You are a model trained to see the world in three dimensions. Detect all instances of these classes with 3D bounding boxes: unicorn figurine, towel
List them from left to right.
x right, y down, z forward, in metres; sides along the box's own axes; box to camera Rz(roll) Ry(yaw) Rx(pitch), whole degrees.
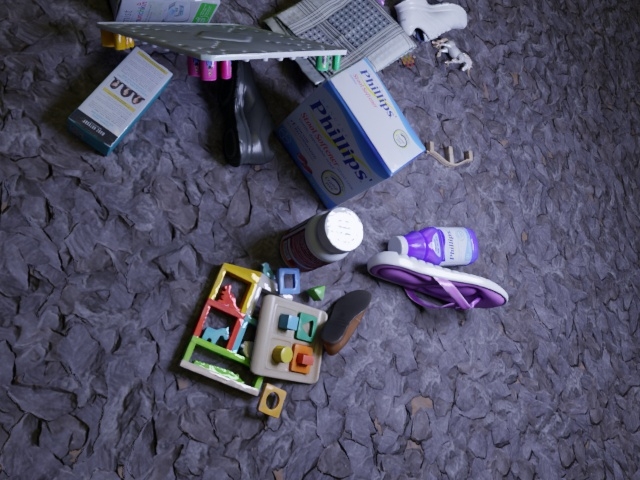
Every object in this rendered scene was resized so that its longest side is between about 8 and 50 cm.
[{"bbox_3d":[0.053,-0.570,1.397,0.324,0.056,0.312,-37,82,-15],"label":"towel"},{"bbox_3d":[0.458,-0.628,1.728,0.111,0.060,0.162,-31,93,-32],"label":"unicorn figurine"}]

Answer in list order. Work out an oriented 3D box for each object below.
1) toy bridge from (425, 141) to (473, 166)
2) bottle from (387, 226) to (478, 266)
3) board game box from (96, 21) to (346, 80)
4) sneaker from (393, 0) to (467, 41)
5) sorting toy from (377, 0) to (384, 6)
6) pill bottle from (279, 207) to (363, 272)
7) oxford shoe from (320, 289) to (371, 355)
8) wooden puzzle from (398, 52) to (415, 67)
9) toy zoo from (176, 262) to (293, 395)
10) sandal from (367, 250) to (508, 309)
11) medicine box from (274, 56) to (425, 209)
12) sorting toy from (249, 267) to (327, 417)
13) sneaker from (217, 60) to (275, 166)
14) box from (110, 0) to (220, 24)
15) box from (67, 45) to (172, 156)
[{"bbox_3d":[0.413,-0.270,1.627,0.188,0.026,0.063,5,76,-28],"label":"toy bridge"},{"bbox_3d":[0.326,0.019,1.460,0.283,0.092,0.118,0,78,-30],"label":"bottle"},{"bbox_3d":[-0.209,-0.421,1.105,0.390,0.390,0.050,-23,130,-44],"label":"board game box"},{"bbox_3d":[0.369,-0.725,1.695,0.297,0.111,0.129,-7,96,-27],"label":"sneaker"},{"bbox_3d":[0.107,-0.602,1.510,0.126,0.127,0.365,11,72,-3],"label":"sorting toy"},{"bbox_3d":[0.000,0.000,1.202,0.121,0.221,0.121,8,73,-28],"label":"pill bottle"},{"bbox_3d":[0.065,0.204,1.286,0.212,0.076,0.076,-46,142,-40],"label":"oxford shoe"},{"bbox_3d":[0.281,-0.588,1.648,0.083,0.006,0.049,-22,88,-32],"label":"wooden puzzle"},{"bbox_3d":[-0.180,0.182,1.164,0.192,0.030,0.293,28,64,-21],"label":"toy zoo"},{"bbox_3d":[0.312,0.141,1.385,0.416,0.169,0.102,17,65,-12],"label":"sandal"},{"bbox_3d":[0.064,-0.254,1.266,0.149,0.289,0.263,-39,97,-31],"label":"medicine box"},{"bbox_3d":[-0.061,0.235,1.181,0.196,0.047,0.347,23,69,-39],"label":"sorting toy"},{"bbox_3d":[-0.179,-0.320,1.268,0.130,0.109,0.286,-1,87,-37],"label":"sneaker"},{"bbox_3d":[-0.394,-0.660,1.212,0.231,0.127,0.261,-9,82,-33],"label":"box"},{"bbox_3d":[-0.441,-0.311,1.127,0.100,0.060,0.244,36,62,-16],"label":"box"}]
